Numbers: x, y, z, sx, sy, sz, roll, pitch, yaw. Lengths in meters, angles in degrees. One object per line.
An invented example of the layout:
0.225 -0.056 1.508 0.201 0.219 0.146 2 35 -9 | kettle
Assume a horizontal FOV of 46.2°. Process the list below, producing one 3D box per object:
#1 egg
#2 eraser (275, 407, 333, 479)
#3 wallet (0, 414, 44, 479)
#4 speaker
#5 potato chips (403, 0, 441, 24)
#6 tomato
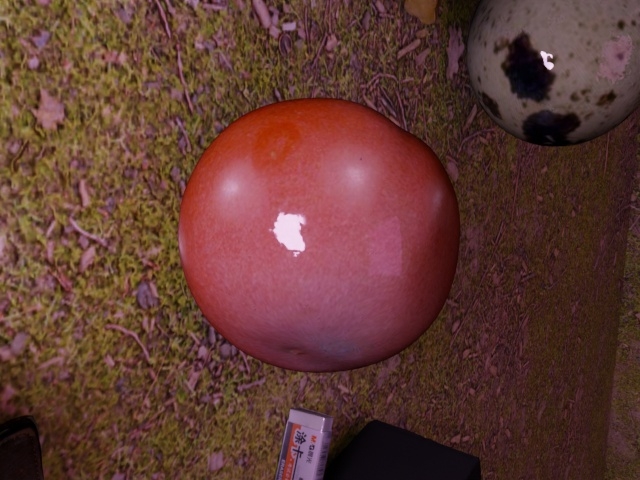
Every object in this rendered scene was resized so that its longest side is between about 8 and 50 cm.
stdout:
0.372 -0.311 1.146 0.287 0.288 0.379 65 31 -42 | egg
-0.021 0.263 0.887 0.029 0.052 0.122 19 81 -59 | eraser
-0.248 0.253 0.552 0.122 0.031 0.232 -28 124 -56 | wallet
0.079 0.411 0.963 0.254 0.184 0.232 -36 126 -44 | speaker
0.188 -0.482 1.022 0.080 0.057 0.406 61 46 -62 | potato chips
0.000 0.000 0.676 0.256 0.256 0.224 53 39 -49 | tomato
